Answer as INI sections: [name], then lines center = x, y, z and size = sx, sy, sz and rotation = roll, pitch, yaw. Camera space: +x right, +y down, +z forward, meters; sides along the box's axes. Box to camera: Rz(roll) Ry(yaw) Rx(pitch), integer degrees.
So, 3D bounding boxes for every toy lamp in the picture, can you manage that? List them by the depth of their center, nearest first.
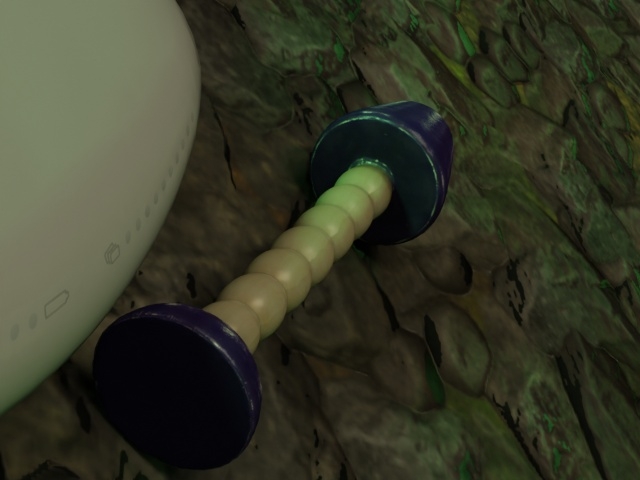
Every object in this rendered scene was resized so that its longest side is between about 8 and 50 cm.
[toy lamp]
center = 0.000, 0.000, 0.532
size = 0.080, 0.080, 0.274
rotation = 47, 35, -4

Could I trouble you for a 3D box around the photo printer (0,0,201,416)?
[photo printer]
center = -0.164, -0.091, 0.357
size = 0.307, 0.107, 0.256
rotation = 59, 29, -19
